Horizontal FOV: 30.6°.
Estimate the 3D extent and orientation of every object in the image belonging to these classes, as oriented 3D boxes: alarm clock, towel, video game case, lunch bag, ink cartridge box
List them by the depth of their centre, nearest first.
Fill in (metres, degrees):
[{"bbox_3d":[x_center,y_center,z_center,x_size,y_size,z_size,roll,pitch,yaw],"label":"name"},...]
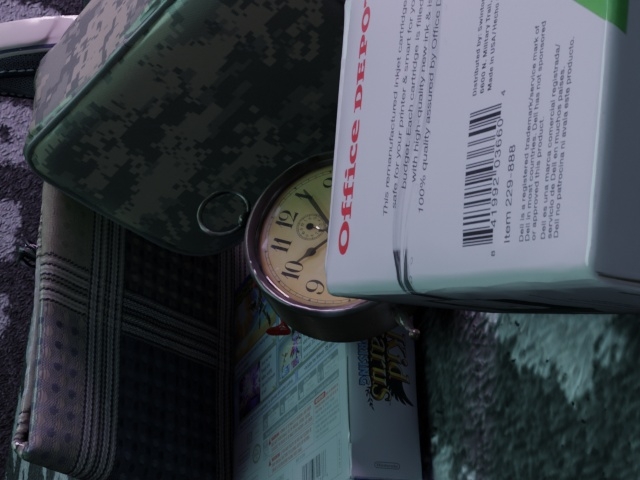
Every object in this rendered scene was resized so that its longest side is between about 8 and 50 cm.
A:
[{"bbox_3d":[0.113,-0.071,0.592,0.289,0.121,0.211,172,105,-70],"label":"ink cartridge box"},{"bbox_3d":[0.000,0.000,0.805,0.129,0.192,0.064,-64,-23,-22],"label":"alarm clock"},{"bbox_3d":[-0.071,-0.177,0.932,0.305,0.212,0.256,-39,38,32],"label":"lunch bag"},{"bbox_3d":[-0.004,0.106,0.937,0.269,0.061,0.244,131,141,-57],"label":"video game case"},{"bbox_3d":[-0.146,0.070,1.040,0.056,0.312,0.324,-16,61,31],"label":"towel"}]

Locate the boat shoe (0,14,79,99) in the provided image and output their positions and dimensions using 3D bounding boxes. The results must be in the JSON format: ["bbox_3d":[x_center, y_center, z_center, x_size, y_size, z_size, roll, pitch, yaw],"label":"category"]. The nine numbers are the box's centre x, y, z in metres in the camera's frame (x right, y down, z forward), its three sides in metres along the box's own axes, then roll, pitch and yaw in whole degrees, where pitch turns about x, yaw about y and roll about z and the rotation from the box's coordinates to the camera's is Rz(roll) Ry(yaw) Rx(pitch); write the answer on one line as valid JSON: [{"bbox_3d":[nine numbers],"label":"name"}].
[{"bbox_3d":[-0.197,-0.135,1.179,0.127,0.340,0.158,145,120,-78],"label":"boat shoe"}]

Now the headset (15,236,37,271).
[{"bbox_3d":[-0.258,-0.125,1.539,0.243,0.185,0.394,158,129,-68],"label":"headset"}]

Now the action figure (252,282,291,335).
[{"bbox_3d":[-0.040,0.023,0.941,0.115,0.030,0.038,-101,22,-47],"label":"action figure"}]
